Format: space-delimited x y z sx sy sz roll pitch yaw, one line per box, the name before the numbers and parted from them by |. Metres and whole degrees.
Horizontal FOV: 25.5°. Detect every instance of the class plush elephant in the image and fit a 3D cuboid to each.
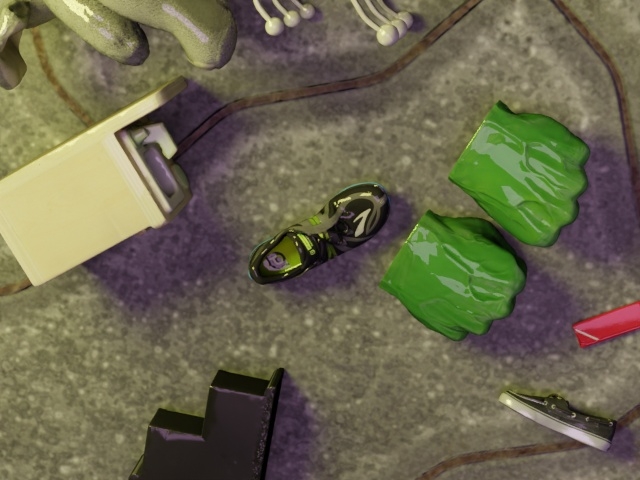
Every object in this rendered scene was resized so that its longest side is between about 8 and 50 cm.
plush elephant | -0.251 -0.295 1.476 0.330 0.255 0.271 6 77 -23

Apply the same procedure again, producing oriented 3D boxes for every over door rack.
over door rack | 0.110 -0.269 1.442 0.324 0.239 0.108 -13 101 10

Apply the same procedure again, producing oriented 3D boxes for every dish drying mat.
dish drying mat | 0.335 0.098 1.636 0.083 0.008 0.032 -20 101 11

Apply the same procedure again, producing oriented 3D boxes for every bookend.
bookend | -0.136 0.220 1.685 0.157 0.072 0.156 10 105 4

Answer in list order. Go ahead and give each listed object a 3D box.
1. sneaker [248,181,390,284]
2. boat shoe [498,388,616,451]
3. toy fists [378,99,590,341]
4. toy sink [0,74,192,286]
sneaker | 0.000 0.000 1.609 0.188 0.078 0.067 -30 100 12
boat shoe | 0.278 0.202 1.654 0.142 0.049 0.040 24 87 -2
toy fists | 0.192 -0.015 1.579 0.142 0.096 0.279 34 107 7
toy sink | -0.230 -0.065 1.578 0.234 0.153 0.131 -28 100 11
